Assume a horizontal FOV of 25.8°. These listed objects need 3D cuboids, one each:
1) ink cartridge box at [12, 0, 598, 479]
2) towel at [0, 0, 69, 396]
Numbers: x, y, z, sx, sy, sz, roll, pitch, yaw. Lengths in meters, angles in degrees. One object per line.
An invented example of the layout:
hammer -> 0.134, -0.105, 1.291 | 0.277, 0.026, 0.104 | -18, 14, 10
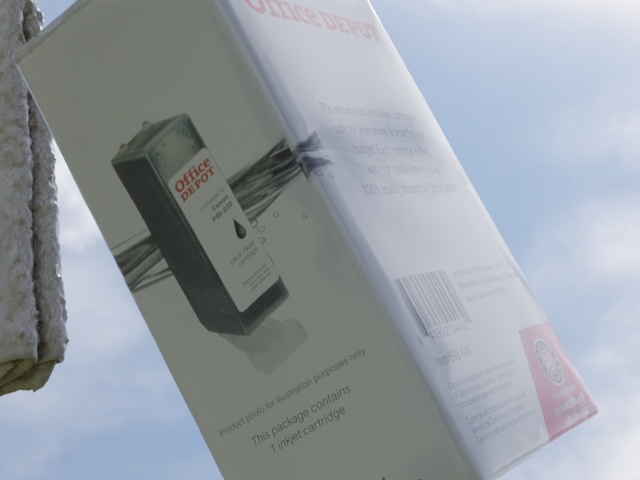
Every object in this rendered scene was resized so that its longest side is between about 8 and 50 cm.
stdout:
ink cartridge box -> 0.000, 0.000, 0.539 | 0.092, 0.218, 0.158 | -31, -11, 23
towel -> -0.249, -0.018, 0.956 | 0.187, 0.282, 0.049 | -21, -25, 33
